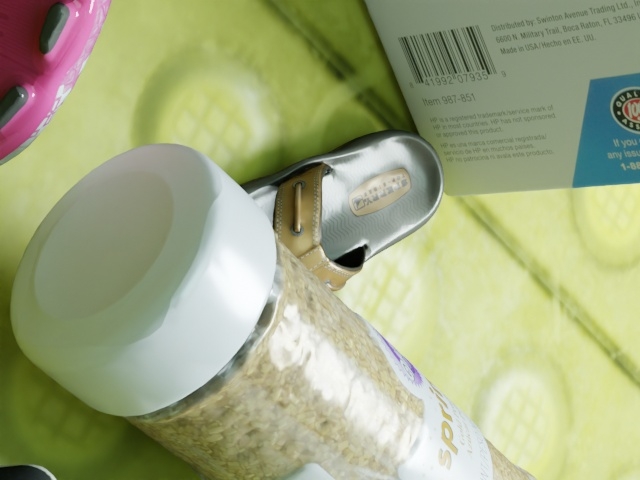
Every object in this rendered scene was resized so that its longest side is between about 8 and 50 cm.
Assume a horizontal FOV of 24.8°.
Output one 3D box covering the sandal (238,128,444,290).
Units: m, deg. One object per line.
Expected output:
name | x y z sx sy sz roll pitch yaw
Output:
sandal | 0.000 0.000 0.825 0.219 0.060 0.090 -28 107 -33

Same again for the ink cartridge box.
ink cartridge box | 0.132 -0.192 0.843 0.129 0.223 0.307 -40 115 -37

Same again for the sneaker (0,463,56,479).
sneaker | -0.039 0.218 0.734 0.384 0.145 0.147 27 68 -42

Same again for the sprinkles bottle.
sprinkles bottle | -0.001 0.096 0.756 0.355 0.121 0.121 45 60 -41

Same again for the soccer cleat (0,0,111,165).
soccer cleat | -0.127 -0.195 0.687 0.143 0.116 0.331 -32 134 -79
